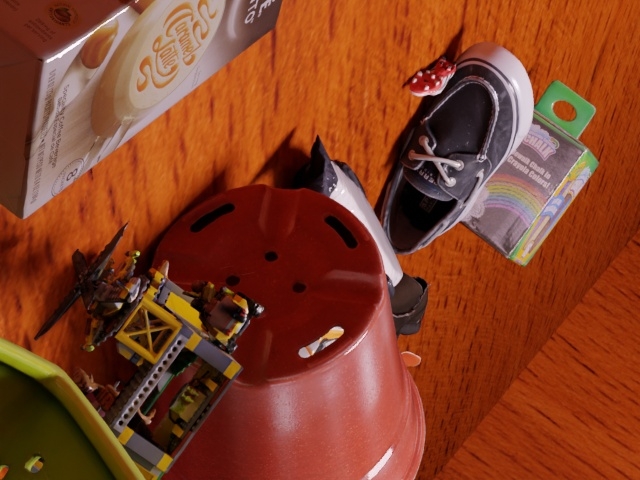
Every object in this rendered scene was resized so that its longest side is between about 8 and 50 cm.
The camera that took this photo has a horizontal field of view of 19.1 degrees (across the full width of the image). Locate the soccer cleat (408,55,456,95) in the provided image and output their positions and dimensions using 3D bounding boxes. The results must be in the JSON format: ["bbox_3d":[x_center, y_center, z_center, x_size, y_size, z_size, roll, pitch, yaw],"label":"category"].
[{"bbox_3d":[0.115,-0.162,1.973,0.083,0.029,0.035,-43,158,-50],"label":"soccer cleat"}]

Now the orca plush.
[{"bbox_3d":[0.000,0.000,1.854,0.102,0.151,0.287,-23,170,7],"label":"orca plush"}]

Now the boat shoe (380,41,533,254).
[{"bbox_3d":[0.136,-0.090,2.070,0.102,0.108,0.301,-44,170,-37],"label":"boat shoe"}]

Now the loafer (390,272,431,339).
[{"bbox_3d":[0.079,0.072,2.322,0.078,0.080,0.220,-67,167,8],"label":"loafer"}]

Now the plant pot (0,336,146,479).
[{"bbox_3d":[-0.248,0.179,1.151,0.207,0.227,0.228,-49,136,7],"label":"plant pot"}]

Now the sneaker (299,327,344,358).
[{"bbox_3d":[-0.023,0.098,2.064,0.083,0.084,0.215,-48,167,34],"label":"sneaker"}]

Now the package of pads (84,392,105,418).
[{"bbox_3d":[-0.220,0.172,1.692,0.083,0.032,0.050,-37,157,-47],"label":"package of pads"}]

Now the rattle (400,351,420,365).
[{"bbox_3d":[0.046,0.126,2.304,0.200,0.130,0.142,-27,107,-40],"label":"rattle"}]

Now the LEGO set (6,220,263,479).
[{"bbox_3d":[-0.218,0.121,1.420,0.331,0.192,0.255,-52,-165,4],"label":"LEGO set"}]

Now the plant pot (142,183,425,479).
[{"bbox_3d":[-0.042,0.104,1.693,0.272,0.272,0.265,-47,155,-25],"label":"plant pot"}]

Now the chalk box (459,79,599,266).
[{"bbox_3d":[0.253,-0.093,2.346,0.213,0.132,0.132,-53,165,3],"label":"chalk box"}]

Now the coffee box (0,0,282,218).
[{"bbox_3d":[-0.124,-0.145,1.143,0.246,0.098,0.141,-42,162,-37],"label":"coffee box"}]
